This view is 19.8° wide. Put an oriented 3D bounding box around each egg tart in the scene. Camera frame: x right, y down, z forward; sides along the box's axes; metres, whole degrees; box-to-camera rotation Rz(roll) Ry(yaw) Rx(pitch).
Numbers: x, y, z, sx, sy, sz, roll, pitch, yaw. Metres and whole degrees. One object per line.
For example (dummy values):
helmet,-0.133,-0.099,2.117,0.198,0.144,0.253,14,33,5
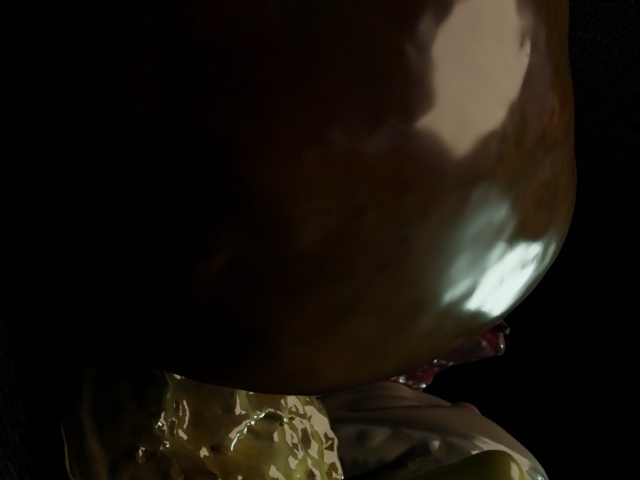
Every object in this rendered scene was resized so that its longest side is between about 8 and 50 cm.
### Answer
egg tart,-0.052,0.139,0.990,0.232,0.098,0.252,52,25,-33

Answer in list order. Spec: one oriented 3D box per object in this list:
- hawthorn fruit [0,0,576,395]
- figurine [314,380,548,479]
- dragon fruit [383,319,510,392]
hawthorn fruit,-0.022,-0.068,0.903,0.325,0.308,0.308,-49,124,-77
figurine,0.060,0.261,1.346,0.378,0.266,0.361,-95,175,-75
dragon fruit,-0.001,-0.008,1.741,0.329,0.286,0.228,60,17,-46
